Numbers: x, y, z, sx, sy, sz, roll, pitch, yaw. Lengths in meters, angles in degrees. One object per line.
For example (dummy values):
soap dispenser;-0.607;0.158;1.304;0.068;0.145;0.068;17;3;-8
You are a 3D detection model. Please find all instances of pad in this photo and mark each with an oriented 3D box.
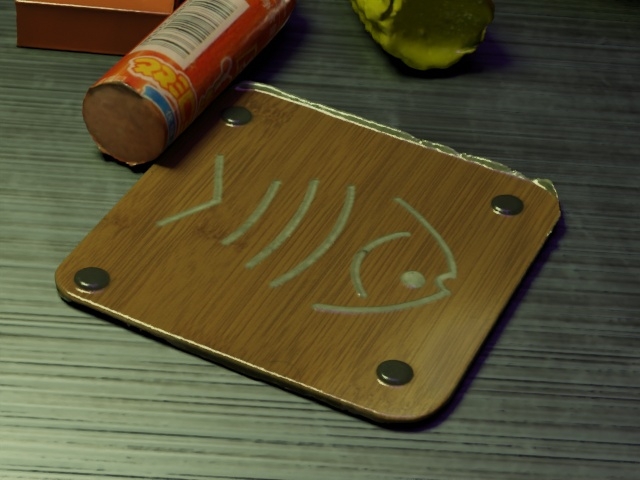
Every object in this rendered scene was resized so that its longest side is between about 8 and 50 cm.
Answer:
pad;0.000;0.000;1.291;0.284;0.018;0.286;20;42;16

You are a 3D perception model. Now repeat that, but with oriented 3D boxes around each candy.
candy;0.060;-0.225;1.514;0.106;0.094;0.199;25;21;-36

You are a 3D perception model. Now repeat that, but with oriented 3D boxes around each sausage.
sausage;-0.087;-0.155;1.422;0.074;0.074;0.274;19;40;16

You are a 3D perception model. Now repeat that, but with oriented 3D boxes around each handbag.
handbag;-0.175;-0.228;1.514;0.127;0.063;0.190;4;43;-2
